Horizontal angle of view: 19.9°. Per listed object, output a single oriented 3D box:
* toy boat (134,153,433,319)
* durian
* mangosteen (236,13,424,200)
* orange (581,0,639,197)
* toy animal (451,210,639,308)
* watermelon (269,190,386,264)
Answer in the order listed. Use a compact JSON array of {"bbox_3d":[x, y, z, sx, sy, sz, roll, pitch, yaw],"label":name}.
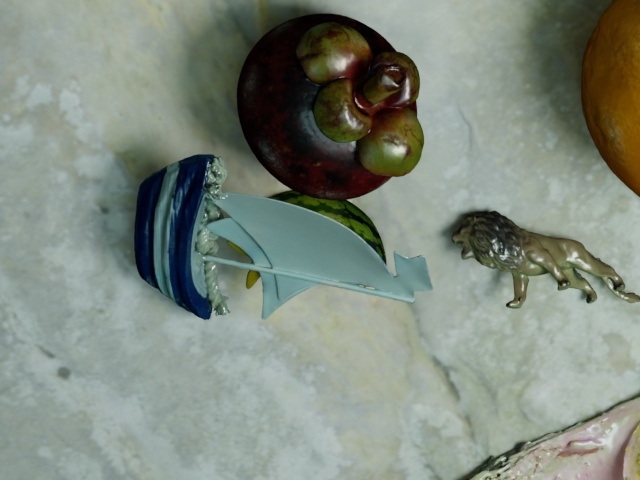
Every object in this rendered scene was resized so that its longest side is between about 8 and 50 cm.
[{"bbox_3d":[-0.036,0.017,1.750,0.291,0.067,0.220,14,136,12],"label":"toy boat"},{"bbox_3d":[0.310,0.307,1.978,0.305,0.185,0.196,-34,137,-3],"label":"durian"},{"bbox_3d":[0.018,-0.126,1.694,0.200,0.200,0.200,-3,113,-7],"label":"mangosteen"},{"bbox_3d":[0.371,-0.147,1.704,0.261,0.261,0.261,-3,113,-7],"label":"orange"},{"bbox_3d":[0.238,0.033,1.858,0.219,0.086,0.069,21,147,-22],"label":"toy animal"},{"bbox_3d":[0.005,-0.013,1.822,0.163,0.087,0.069,20,71,-18],"label":"watermelon"}]
